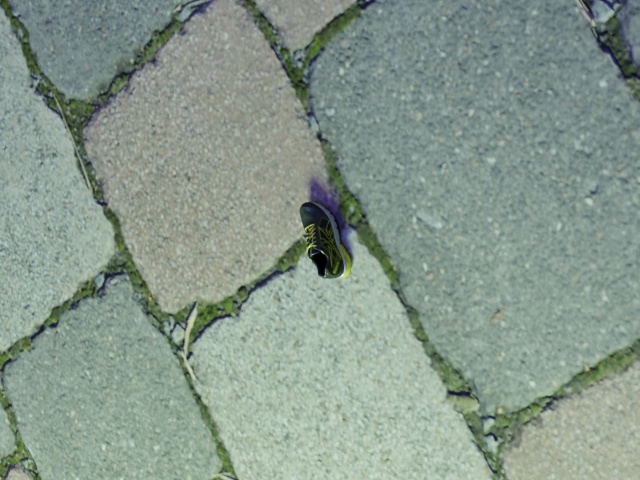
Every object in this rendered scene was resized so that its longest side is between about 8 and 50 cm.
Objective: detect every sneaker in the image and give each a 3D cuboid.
[{"bbox_3d":[0.000,0.000,1.675,0.031,0.035,0.083,-40,73,42],"label":"sneaker"}]
